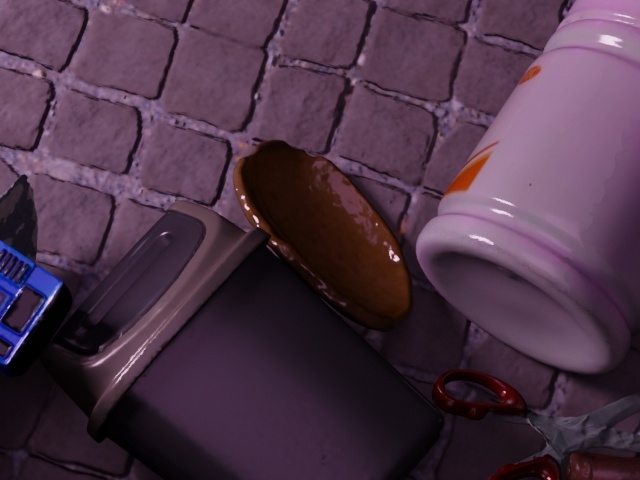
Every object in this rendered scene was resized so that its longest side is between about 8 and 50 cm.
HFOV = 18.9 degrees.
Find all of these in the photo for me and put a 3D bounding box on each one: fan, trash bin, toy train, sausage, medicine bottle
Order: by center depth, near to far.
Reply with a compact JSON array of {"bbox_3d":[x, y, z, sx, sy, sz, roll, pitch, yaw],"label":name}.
[{"bbox_3d":[-0.296,0.086,1.474,0.131,0.083,0.204,34,77,-2],"label":"toy train"},{"bbox_3d":[-0.063,0.122,1.555,0.290,0.182,0.209,40,72,3],"label":"trash bin"},{"bbox_3d":[-0.290,0.057,1.586,0.009,0.131,0.240,13,66,28],"label":"fan"},{"bbox_3d":[0.288,0.201,1.630,0.158,0.036,0.042,1,79,-5],"label":"sausage"},{"bbox_3d":[0.243,-0.066,1.630,0.202,0.202,0.316,33,72,7],"label":"medicine bottle"}]

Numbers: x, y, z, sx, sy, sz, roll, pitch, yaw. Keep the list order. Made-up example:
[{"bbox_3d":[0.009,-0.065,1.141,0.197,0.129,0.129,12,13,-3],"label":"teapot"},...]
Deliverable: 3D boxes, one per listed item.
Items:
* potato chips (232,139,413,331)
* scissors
[{"bbox_3d":[0.000,0.000,1.646,0.202,0.049,0.150,51,31,8],"label":"potato chips"},{"bbox_3d":[0.219,0.158,1.592,0.247,0.017,0.144,-3,50,-30],"label":"scissors"}]
